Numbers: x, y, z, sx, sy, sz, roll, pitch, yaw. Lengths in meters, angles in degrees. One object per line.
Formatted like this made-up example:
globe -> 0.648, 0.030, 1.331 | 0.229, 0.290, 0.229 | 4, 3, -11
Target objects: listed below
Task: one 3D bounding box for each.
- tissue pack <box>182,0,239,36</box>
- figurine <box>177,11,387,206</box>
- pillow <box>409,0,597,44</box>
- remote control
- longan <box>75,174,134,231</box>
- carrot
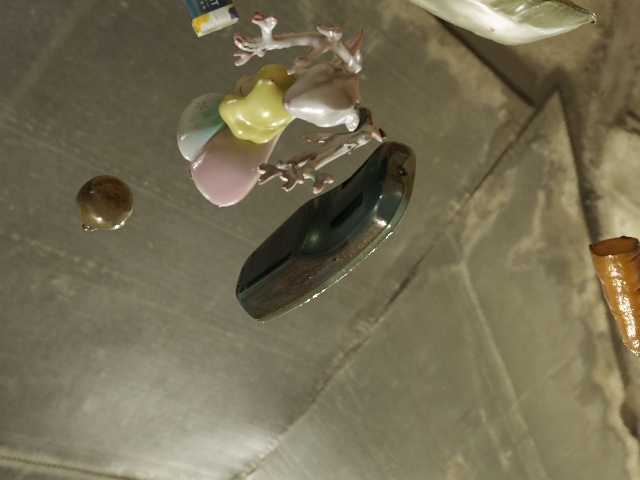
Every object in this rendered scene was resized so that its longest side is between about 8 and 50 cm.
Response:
tissue pack -> -0.149, -0.316, 1.280 | 0.062, 0.042, 0.083 | -22, 96, -5
figurine -> -0.050, -0.149, 1.236 | 0.316, 0.206, 0.284 | -25, -178, 40
pillow -> 0.243, -0.351, 1.425 | 0.302, 0.185, 0.074 | 13, 83, -36
remote control -> 0.000, 0.000, 0.727 | 0.042, 0.072, 0.222 | 25, 143, -21
longan -> -0.388, -0.061, 1.759 | 0.106, 0.106, 0.119 | 5, 130, -43
carrot -> 0.442, 0.089, 1.412 | 0.072, 0.072, 0.205 | -30, 116, -19
